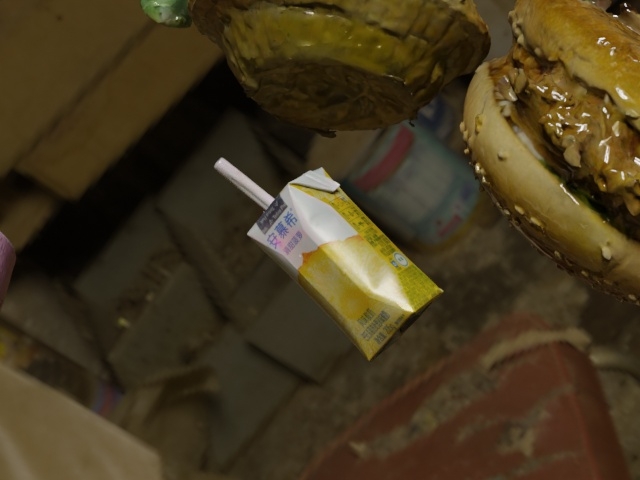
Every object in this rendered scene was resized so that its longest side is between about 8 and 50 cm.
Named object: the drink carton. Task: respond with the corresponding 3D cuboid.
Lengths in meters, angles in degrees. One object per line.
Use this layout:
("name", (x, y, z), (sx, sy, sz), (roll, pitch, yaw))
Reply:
("drink carton", (0.000, 0.000, 1.252), (0.084, 0.200, 0.074), (-50, -12, 33))

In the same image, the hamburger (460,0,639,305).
("hamburger", (0.336, -0.073, 1.663), (0.268, 0.445, 0.287), (-54, -6, 20))

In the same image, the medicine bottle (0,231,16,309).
("medicine bottle", (-0.485, 0.128, 1.725), (0.256, 0.256, 0.325), (-14, 55, 46))

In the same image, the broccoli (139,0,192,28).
("broccoli", (-0.117, -0.367, 1.784), (0.269, 0.254, 0.269), (-2, 87, 40))

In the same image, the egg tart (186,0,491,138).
("egg tart", (0.015, -0.182, 1.464), (0.290, 0.290, 0.115), (-13, 65, 47))
